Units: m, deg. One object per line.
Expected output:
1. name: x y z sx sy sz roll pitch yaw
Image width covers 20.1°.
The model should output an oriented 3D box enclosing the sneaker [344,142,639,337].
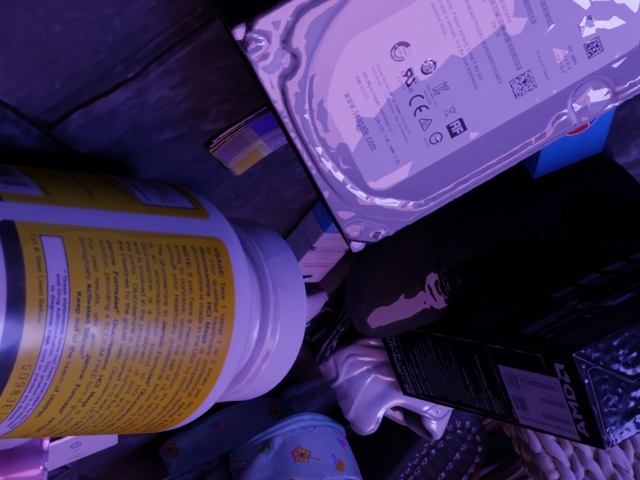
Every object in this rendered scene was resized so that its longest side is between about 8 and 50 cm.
1. sneaker: 0.153 0.003 1.568 0.286 0.130 0.109 -31 122 -7

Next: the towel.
1. towel: -0.042 -0.081 1.388 0.083 0.009 0.060 -32 152 4

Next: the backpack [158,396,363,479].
1. backpack: -0.055 0.234 1.761 0.188 0.144 0.166 -21 156 14

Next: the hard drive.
1. hard drive: 0.120 -0.159 1.274 0.339 0.064 0.237 -30 132 -1

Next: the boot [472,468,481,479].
1. boot: 0.039 0.264 1.995 0.305 0.112 0.115 -10 116 -25

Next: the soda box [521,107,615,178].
1. soda box: 0.200 -0.142 1.457 0.071 0.067 0.210 -22 151 -15

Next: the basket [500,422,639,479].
1. basket: 0.354 0.210 1.936 0.266 0.328 0.331 -25 153 0

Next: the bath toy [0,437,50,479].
1. bath toy: -0.290 0.192 1.492 0.129 0.151 0.348 8 141 -6

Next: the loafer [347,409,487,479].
1. loafer: 0.017 0.298 1.888 0.366 0.130 0.134 -44 131 -4

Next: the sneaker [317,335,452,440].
1. sneaker: 0.114 0.136 1.780 0.232 0.115 0.090 -14 171 -20

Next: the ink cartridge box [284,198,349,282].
1. ink cartridge box: 0.000 0.000 1.546 0.048 0.028 0.083 1 139 -45

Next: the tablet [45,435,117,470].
1. tablet: -0.227 0.191 1.675 0.083 0.006 0.054 -21 151 -17

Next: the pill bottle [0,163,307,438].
1. pill bottle: -0.172 0.045 1.281 0.334 0.188 0.188 5 137 -48

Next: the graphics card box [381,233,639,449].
1. graphics card box: 0.230 0.073 1.587 0.232 0.094 0.371 -24 -170 -21

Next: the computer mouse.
1. computer mouse: -0.028 0.071 1.626 0.193 0.042 0.106 5 138 -48

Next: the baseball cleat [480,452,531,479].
1. baseball cleat: 0.209 0.293 2.171 0.109 0.072 0.206 -11 -178 40

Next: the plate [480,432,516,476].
1. plate: 0.182 0.300 2.240 0.188 0.024 0.188 -24 153 -13
